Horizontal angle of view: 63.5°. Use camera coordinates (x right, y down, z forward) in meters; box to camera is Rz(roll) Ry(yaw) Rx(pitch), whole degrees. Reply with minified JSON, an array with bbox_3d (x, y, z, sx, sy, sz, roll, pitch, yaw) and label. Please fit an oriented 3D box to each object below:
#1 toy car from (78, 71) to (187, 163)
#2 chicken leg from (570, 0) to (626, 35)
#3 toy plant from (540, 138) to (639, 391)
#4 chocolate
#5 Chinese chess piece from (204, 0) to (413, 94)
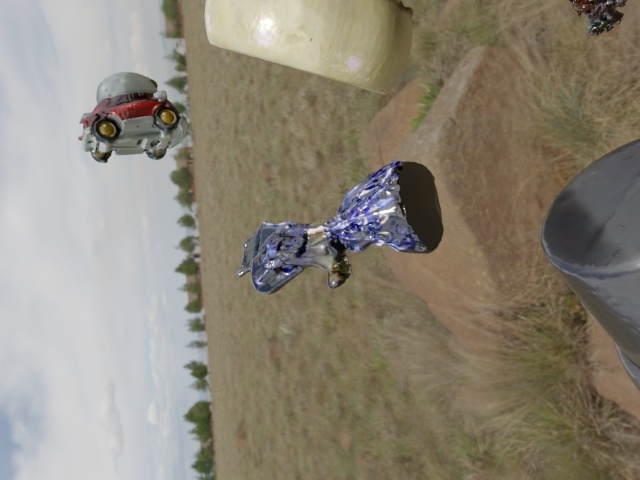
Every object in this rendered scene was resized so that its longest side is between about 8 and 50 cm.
[{"bbox_3d":[-0.267,-0.178,0.717,0.112,0.139,0.112,-32,75,58],"label":"toy car"},{"bbox_3d":[0.307,-0.343,0.631,0.063,0.234,0.105,-43,20,20],"label":"chicken leg"},{"bbox_3d":[0.372,0.085,0.457,0.185,0.400,0.280,-32,24,38],"label":"toy plant"},{"bbox_3d":[-0.002,0.002,0.734,0.343,0.126,0.149,-20,65,29],"label":"chocolate"},{"bbox_3d":[-0.013,-0.263,0.644,0.257,0.257,0.104,-127,49,-64],"label":"Chinese chess piece"}]
